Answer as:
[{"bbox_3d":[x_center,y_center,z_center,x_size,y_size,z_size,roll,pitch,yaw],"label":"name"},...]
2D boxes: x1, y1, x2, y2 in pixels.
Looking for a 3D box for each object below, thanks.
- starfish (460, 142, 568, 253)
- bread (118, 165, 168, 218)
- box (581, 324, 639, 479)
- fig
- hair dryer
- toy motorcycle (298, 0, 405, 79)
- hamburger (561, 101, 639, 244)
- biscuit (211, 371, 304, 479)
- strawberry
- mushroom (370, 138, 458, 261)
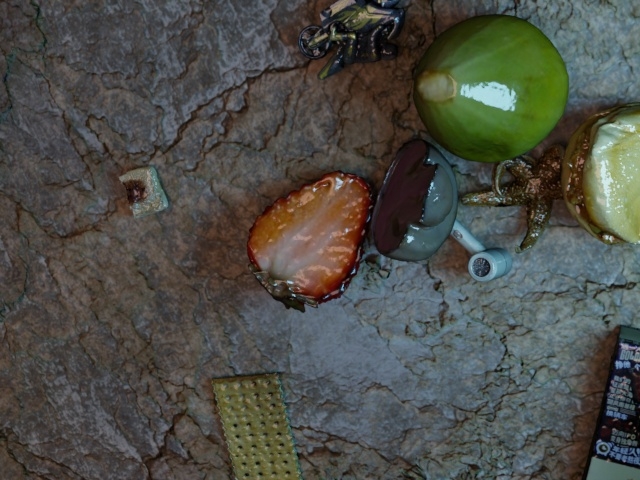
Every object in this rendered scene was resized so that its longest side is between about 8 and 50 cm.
[{"bbox_3d":[0.309,-0.061,1.434,0.189,0.074,0.146,-12,101,22],"label":"starfish"},{"bbox_3d":[-0.303,-0.084,1.653,0.070,0.035,0.083,-13,97,20],"label":"bread"},{"bbox_3d":[0.518,0.300,1.455,0.198,0.084,0.310,12,108,15],"label":"box"},{"bbox_3d":[0.225,-0.205,1.347,0.207,0.230,0.207,43,150,32],"label":"fig"},{"bbox_3d":[0.230,0.006,1.483,0.137,0.082,0.047,47,114,19],"label":"hair dryer"},{"bbox_3d":[0.062,-0.315,1.458,0.193,0.061,0.124,-36,93,21],"label":"toy motorcycle"},{"bbox_3d":[0.436,-0.093,1.331,0.213,0.108,0.214,-2,97,-13],"label":"hamburger"},{"bbox_3d":[-0.109,0.347,1.711,0.139,0.016,0.232,-9,101,21],"label":"biscuit"},{"bbox_3d":[0.000,0.000,1.547,0.190,0.111,0.236,41,90,16],"label":"strawberry"},{"bbox_3d":[0.153,-0.054,1.455,0.141,0.117,0.188,1,75,50],"label":"mushroom"}]
